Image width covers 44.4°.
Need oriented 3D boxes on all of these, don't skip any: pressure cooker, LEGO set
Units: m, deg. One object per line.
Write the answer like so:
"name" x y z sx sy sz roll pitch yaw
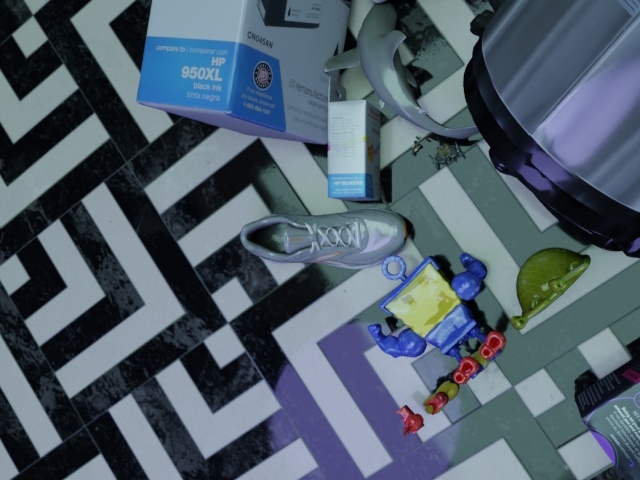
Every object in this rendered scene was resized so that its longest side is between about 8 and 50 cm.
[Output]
"pressure cooker" 0.377 -0.209 0.937 0.375 0.370 0.420 27 133 -10
"LEGO set" 0.182 -0.139 1.210 0.083 0.023 0.054 35 97 27

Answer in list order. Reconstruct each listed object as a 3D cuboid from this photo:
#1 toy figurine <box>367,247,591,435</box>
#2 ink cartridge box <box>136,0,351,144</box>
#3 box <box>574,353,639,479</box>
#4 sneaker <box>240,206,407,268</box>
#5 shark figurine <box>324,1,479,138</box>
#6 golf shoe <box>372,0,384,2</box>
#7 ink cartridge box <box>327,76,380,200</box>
"toy figurine" 0.182 0.082 1.128 0.362 0.191 0.217 -47 73 10
"ink cartridge box" -0.087 -0.360 1.136 0.166 0.285 0.395 11 93 28
"box" 0.503 0.216 1.049 0.270 0.143 0.165 -37 82 13
"sneaker" 0.000 0.000 1.207 0.262 0.121 0.099 -5 89 16
"shark figurine" 0.124 -0.245 1.142 0.166 0.116 0.278 -25 74 -29
"golf shoe" 0.208 -0.423 1.155 0.306 0.115 0.140 -29 86 14
"ink cartridge box" 0.053 -0.153 1.200 0.061 0.104 0.181 0 90 16
